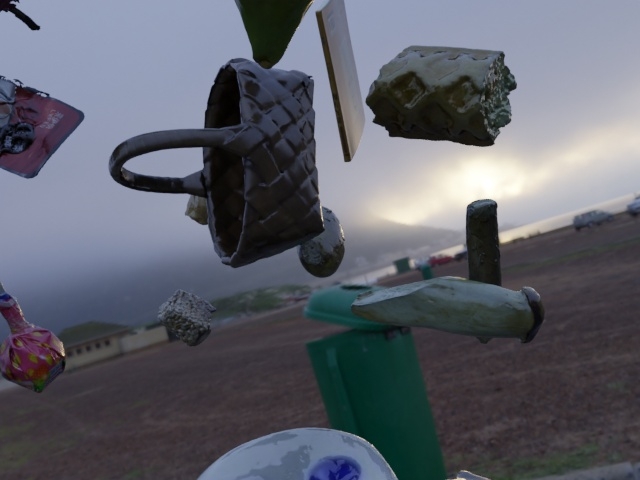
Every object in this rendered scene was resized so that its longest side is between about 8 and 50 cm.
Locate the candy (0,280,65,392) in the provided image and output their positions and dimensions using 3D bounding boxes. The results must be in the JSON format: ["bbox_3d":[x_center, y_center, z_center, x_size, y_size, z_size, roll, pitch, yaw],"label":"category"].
[{"bbox_3d":[-0.588,0.120,1.348,0.124,0.365,0.124,-14,24,6],"label":"candy"}]

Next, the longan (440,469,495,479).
[{"bbox_3d":[0.275,0.603,1.396,0.288,0.288,0.350,-20,-10,40],"label":"longan"}]

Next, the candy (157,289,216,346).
[{"bbox_3d":[-0.274,0.157,1.482,0.085,0.110,0.095,-49,19,22],"label":"candy"}]

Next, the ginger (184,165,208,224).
[{"bbox_3d":[-0.200,-0.204,1.597,0.122,0.362,0.348,6,11,2],"label":"ginger"}]

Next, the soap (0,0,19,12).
[{"bbox_3d":[-0.454,-0.482,1.111,0.250,0.162,0.099,-21,-34,36],"label":"soap"}]

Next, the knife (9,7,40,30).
[{"bbox_3d":[-0.579,-0.422,1.224,0.045,0.222,0.021,-39,23,38],"label":"knife"}]

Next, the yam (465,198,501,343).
[{"bbox_3d":[0.328,0.065,1.439,0.071,0.317,0.067,-22,27,-27],"label":"yam"}]

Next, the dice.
[{"bbox_3d":[-0.026,0.477,1.093,0.304,0.276,0.304,-13,25,-15],"label":"dice"}]

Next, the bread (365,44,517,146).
[{"bbox_3d":[0.264,-0.305,1.531,0.252,0.196,0.238,13,39,35],"label":"bread"}]

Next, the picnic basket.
[{"bbox_3d":[-0.178,-0.122,1.162,0.337,0.337,0.293,-15,-5,-25],"label":"picnic basket"}]

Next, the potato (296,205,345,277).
[{"bbox_3d":[0.000,0.000,1.827,0.113,0.149,0.251,-30,27,14],"label":"potato"}]

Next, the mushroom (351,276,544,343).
[{"bbox_3d":[0.216,0.113,1.257,0.333,0.107,0.087,7,28,19],"label":"mushroom"}]

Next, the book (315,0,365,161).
[{"bbox_3d":[0.057,-0.427,1.834,0.032,0.388,0.269,-4,30,15],"label":"book"}]

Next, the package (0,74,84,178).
[{"bbox_3d":[-0.611,-0.234,1.365,0.270,0.194,0.071,27,-26,-6],"label":"package"}]

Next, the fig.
[{"bbox_3d":[-0.066,-0.383,1.015,0.206,0.274,0.206,-2,21,1],"label":"fig"}]
